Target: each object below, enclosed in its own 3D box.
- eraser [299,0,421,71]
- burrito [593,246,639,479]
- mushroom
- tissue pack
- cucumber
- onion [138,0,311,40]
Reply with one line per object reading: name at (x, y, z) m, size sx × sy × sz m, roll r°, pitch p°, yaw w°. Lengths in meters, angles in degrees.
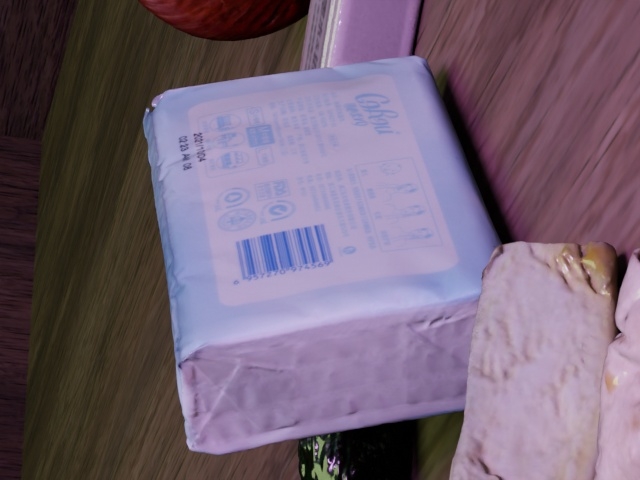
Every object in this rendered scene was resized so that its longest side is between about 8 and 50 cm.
eraser at (0.011, -0.062, 1.256) m, size 0.089 × 0.061 × 0.352 m, roll -130°, pitch 49°, yaw -73°
burrito at (0.130, 0.180, 0.638) m, size 0.117 × 0.076 × 0.392 m, roll -178°, pitch 93°, yaw -70°
mushroom at (0.086, 0.150, 0.775) m, size 0.107 × 0.087 × 0.333 m, roll 50°, pitch -138°, yaw -64°
tissue pack at (0.000, 0.000, 1.036) m, size 0.263 × 0.177 × 0.089 m, roll -106°, pitch 8°, yaw -57°
cucumber at (0.021, 0.051, 1.152) m, size 0.067 × 0.068 × 0.293 m, roll 125°, pitch 150°, yaw -61°
onion at (-0.042, -0.253, 1.315) m, size 0.163 × 0.230 × 0.230 m, roll 9°, pitch 92°, yaw 52°
